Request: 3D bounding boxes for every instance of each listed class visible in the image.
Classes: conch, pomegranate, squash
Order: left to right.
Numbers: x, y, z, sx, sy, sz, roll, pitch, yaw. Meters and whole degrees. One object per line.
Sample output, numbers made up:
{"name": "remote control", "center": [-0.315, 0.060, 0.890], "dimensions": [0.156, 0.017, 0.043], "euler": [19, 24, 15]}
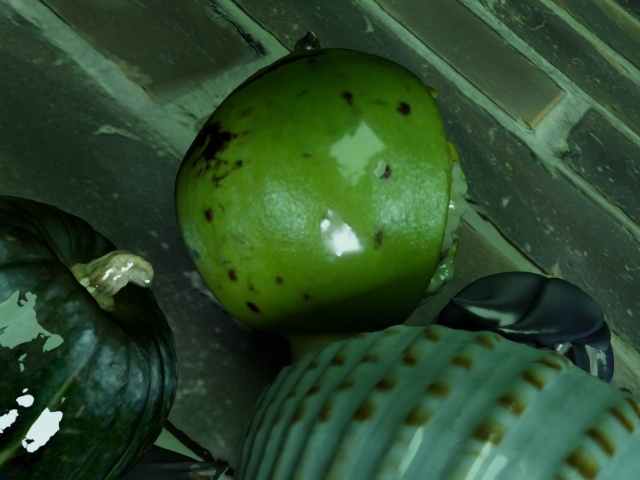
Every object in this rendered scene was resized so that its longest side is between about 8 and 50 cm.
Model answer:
{"name": "squash", "center": [-0.189, 0.067, 0.428], "dimensions": [0.218, 0.172, 0.218], "euler": [24, 13, -6]}
{"name": "pomegranate", "center": [0.000, 0.000, 0.572], "dimensions": [0.260, 0.260, 0.340], "euler": [9, 75, -24]}
{"name": "conch", "center": [0.062, 0.215, 0.386], "dimensions": [0.319, 0.303, 0.215], "euler": [10, 20, 17]}

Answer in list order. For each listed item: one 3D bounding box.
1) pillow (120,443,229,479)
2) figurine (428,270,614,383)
{"name": "pillow", "center": [-0.134, 0.200, 0.454], "dimensions": [0.090, 0.048, 0.150], "euler": [29, 46, -4]}
{"name": "figurine", "center": [0.169, 0.140, 0.595], "dimensions": [0.197, 0.175, 0.265], "euler": [39, 37, 11]}
